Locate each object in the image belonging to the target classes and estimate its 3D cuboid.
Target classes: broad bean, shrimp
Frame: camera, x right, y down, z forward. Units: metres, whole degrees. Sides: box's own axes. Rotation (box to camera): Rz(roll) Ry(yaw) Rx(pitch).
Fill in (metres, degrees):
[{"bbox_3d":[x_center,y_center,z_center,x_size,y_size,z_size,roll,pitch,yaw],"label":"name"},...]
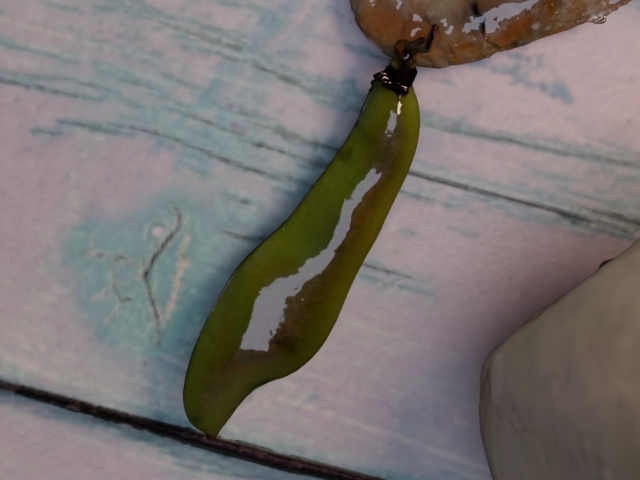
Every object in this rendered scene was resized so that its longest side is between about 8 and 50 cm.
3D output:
[{"bbox_3d":[-0.002,-0.003,1.050,0.075,0.067,0.325,19,103,-48],"label":"broad bean"},{"bbox_3d":[0.126,-0.190,1.027,0.223,0.047,0.126,-16,91,3],"label":"shrimp"}]

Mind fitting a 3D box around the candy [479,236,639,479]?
[{"bbox_3d":[0.295,0.167,0.958,0.386,0.186,0.427,-24,101,38],"label":"candy"}]
